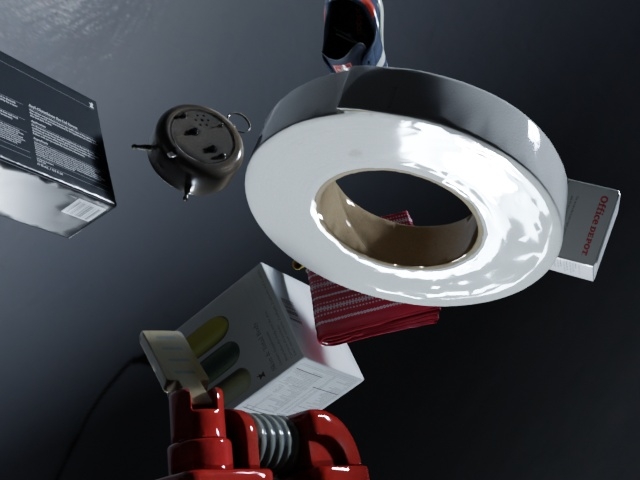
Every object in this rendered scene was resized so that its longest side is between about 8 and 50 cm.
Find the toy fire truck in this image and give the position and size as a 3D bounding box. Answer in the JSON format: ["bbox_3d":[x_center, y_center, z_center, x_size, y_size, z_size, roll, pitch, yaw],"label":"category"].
[{"bbox_3d":[-0.077,0.189,0.759,0.158,0.246,0.217,-26,152,38],"label":"toy fire truck"}]

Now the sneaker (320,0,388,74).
[{"bbox_3d":[0.067,-0.300,1.489,0.148,0.131,0.350,-37,116,-64],"label":"sneaker"}]

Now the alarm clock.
[{"bbox_3d":[-0.162,-0.141,1.134,0.192,0.129,0.064,-42,175,-45],"label":"alarm clock"}]

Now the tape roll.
[{"bbox_3d":[0.099,-0.048,0.974,0.392,0.392,0.072,49,47,-40],"label":"tape roll"}]

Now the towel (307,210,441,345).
[{"bbox_3d":[0.078,0.058,1.325,0.199,0.275,0.031,-14,126,4],"label":"towel"}]

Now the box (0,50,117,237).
[{"bbox_3d":[-0.395,-0.132,0.995,0.103,0.184,0.261,-29,150,23],"label":"box"}]

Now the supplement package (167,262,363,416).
[{"bbox_3d":[-0.110,0.214,1.386,0.263,0.199,0.198,-38,145,16],"label":"supplement package"}]

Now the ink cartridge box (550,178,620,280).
[{"bbox_3d":[0.401,-0.031,1.401,0.148,0.203,0.086,-65,155,-15],"label":"ink cartridge box"}]

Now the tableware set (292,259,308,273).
[{"bbox_3d":[0.000,0.000,1.542,0.154,0.104,0.024,-55,157,20],"label":"tableware set"}]
